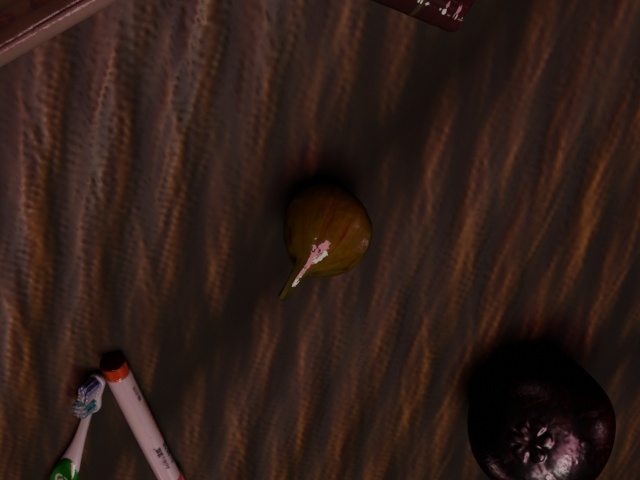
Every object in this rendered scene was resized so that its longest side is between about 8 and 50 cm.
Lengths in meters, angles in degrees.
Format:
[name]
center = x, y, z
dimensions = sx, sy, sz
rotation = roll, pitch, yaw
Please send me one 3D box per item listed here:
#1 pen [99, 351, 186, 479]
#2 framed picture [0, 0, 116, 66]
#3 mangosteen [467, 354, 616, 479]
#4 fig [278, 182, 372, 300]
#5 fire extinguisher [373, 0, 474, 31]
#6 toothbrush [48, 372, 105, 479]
[pen]
center = -0.168, 0.201, 1.029
dimensions = 0.028, 0.028, 0.239
rotation = -16, 128, 0
[framed picture]
center = -0.226, -0.217, 0.628
dimensions = 0.211, 0.020, 0.289
rotation = -27, 151, 8
[mangosteen]
center = 0.225, 0.185, 1.044
dimensions = 0.152, 0.152, 0.153
rotation = -6, 128, -8
[fig]
center = 0.000, 0.000, 0.868
dimensions = 0.082, 0.098, 0.084
rotation = 39, 135, -9
[fire extinguisher]
center = 0.040, -0.206, 0.755
dimensions = 0.157, 0.045, 0.078
rotation = 16, 94, -22
[toothbrush]
center = -0.261, 0.246, 1.046
dimensions = 0.030, 0.030, 0.304
rotation = 10, 126, -19
